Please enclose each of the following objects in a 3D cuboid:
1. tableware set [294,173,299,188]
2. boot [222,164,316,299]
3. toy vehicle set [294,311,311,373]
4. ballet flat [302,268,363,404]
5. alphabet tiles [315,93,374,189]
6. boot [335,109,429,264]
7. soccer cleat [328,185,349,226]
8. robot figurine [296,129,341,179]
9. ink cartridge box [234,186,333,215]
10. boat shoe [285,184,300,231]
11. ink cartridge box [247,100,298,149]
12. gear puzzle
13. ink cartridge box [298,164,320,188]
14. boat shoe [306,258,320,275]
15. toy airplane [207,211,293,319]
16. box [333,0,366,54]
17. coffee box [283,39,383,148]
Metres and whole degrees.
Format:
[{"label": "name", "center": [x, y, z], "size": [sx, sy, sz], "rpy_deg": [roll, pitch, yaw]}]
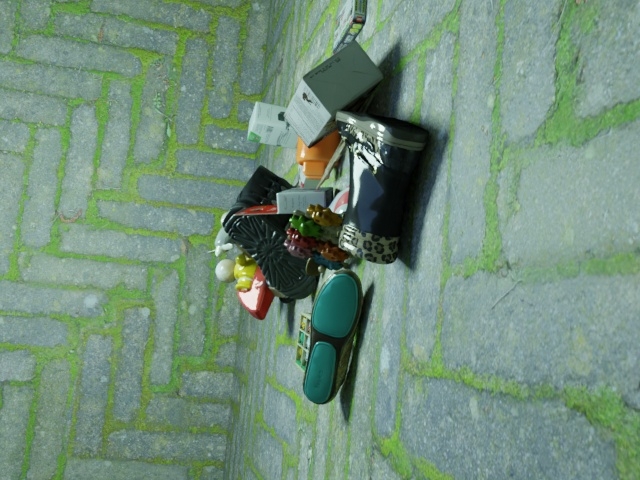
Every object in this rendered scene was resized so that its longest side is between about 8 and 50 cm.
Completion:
[{"label": "tableware set", "center": [-0.055, -0.275, 2.359], "size": [0.128, 0.039, 0.194], "rpy_deg": [-100, 21, -49]}, {"label": "boot", "center": [-0.133, -0.040, 2.223], "size": [0.146, 0.367, 0.445], "rpy_deg": [-36, 14, 14]}, {"label": "toy vehicle set", "center": [-0.023, 0.304, 1.958], "size": [0.267, 0.035, 0.165], "rpy_deg": [-177, 93, -77]}, {"label": "ballet flat", "center": [0.034, 0.224, 1.637], "size": [0.123, 0.123, 0.348], "rpy_deg": [-126, 46, -70]}, {"label": "alphabet tiles", "center": [0.056, -0.244, 1.750], "size": [0.237, 0.009, 0.198], "rpy_deg": [-62, 6, -21]}, {"label": "boot", "center": [0.102, -0.127, 1.460], "size": [0.377, 0.138, 0.284], "rpy_deg": [-140, 57, -66]}, {"label": "soccer cleat", "center": [0.053, -0.051, 1.703], "size": [0.318, 0.109, 0.116], "rpy_deg": [132, 155, -64]}, {"label": "robot figurine", "center": [-0.003, -0.289, 1.970], "size": [0.128, 0.158, 0.219], "rpy_deg": [-5, 77, 48]}, {"label": "ink cartridge box", "center": [-0.092, -0.110, 1.861], "size": [0.275, 0.239, 0.060], "rpy_deg": [-54, -37, -81]}, {"label": "boat shoe", "center": [-0.161, -0.115, 2.564], "size": [0.340, 0.113, 0.127], "rpy_deg": [132, 142, -67]}, {"label": "ink cartridge box", "center": [-0.147, -0.411, 2.453], "size": [0.153, 0.209, 0.086], "rpy_deg": [129, 148, -64]}, {"label": "gear puzzle", "center": [0.000, 0.000, 1.638], "size": [0.339, 0.176, 0.044], "rpy_deg": [110, -175, -68]}, {"label": "ink cartridge box", "center": [-0.035, -0.227, 2.219], "size": [0.099, 0.056, 0.135], "rpy_deg": [110, 161, -46]}, {"label": "boat shoe", "center": [-0.003, 0.035, 1.980], "size": [0.049, 0.056, 0.152], "rpy_deg": [-96, 27, -58]}, {"label": "toy airplane", "center": [-0.247, 0.063, 2.420], "size": [0.384, 0.273, 0.386], "rpy_deg": [-52, -54, -75]}, {"label": "box", "center": [0.083, -0.632, 1.971], "size": [0.207, 0.036, 0.114], "rpy_deg": [148, 128, -73]}, {"label": "coffee box", "center": [0.025, -0.356, 1.702], "size": [0.119, 0.168, 0.297], "rpy_deg": [52, 167, -1]}]
